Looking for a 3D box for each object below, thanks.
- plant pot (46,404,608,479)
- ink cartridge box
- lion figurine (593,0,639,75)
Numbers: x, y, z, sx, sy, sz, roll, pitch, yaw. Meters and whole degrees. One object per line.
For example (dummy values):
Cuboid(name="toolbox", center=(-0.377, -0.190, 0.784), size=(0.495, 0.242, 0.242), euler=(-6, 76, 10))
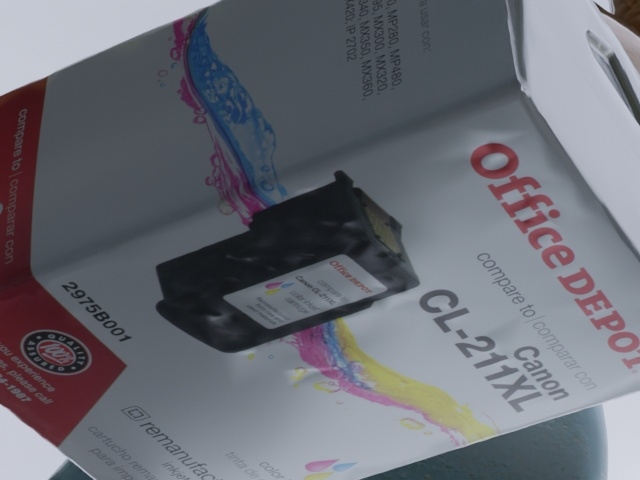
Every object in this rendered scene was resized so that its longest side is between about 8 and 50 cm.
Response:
Cuboid(name="plant pot", center=(0.018, 0.154, 0.989), size=(0.247, 0.252, 0.248), euler=(24, -39, 11))
Cuboid(name="ink cartridge box", center=(0.000, 0.000, 0.503), size=(0.175, 0.127, 0.072), euler=(-20, -134, 23))
Cuboid(name="lion figurine", center=(0.069, -0.055, 0.635), size=(0.142, 0.392, 0.240), euler=(-48, -132, 30))
